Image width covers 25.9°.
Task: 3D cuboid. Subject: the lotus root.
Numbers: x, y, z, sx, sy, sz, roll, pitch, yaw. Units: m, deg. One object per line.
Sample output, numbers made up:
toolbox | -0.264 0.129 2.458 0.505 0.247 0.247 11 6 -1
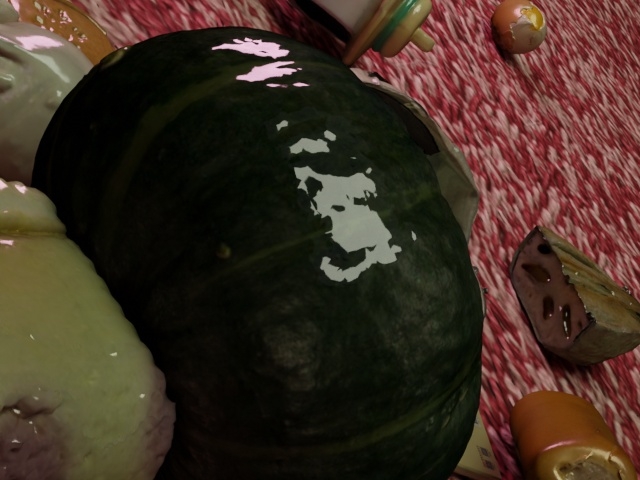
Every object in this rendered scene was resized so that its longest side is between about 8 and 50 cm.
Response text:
lotus root | 0.265 0.072 1.407 0.144 0.070 0.143 25 30 -32

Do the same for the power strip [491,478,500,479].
power strip | 0.188 0.339 0.941 0.092 0.066 0.387 30 34 -56

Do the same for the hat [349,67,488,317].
hat | -0.001 0.006 1.025 0.232 0.161 0.275 27 57 -18

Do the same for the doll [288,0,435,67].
doll | -0.019 -0.283 1.381 0.271 0.144 0.208 27 15 -43

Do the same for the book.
book | 0.097 0.151 1.119 0.111 0.014 0.077 27 34 -38

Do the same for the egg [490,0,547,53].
egg | 0.259 -0.284 1.835 0.071 0.071 0.083 29 31 -35

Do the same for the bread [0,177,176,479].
bread | -0.233 0.066 0.588 0.338 0.155 0.187 -2 49 -54

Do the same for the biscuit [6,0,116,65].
biscuit | -0.199 -0.144 1.039 0.140 0.023 0.118 1 54 -56

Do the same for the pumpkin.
pumpkin | -0.034 0.026 0.777 0.207 0.300 0.300 -25 73 -23

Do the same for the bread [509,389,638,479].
bread | 0.201 0.172 1.105 0.092 0.074 0.239 51 5 0

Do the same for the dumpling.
dumpling | -0.191 -0.098 0.917 0.169 0.100 0.134 37 16 -28
